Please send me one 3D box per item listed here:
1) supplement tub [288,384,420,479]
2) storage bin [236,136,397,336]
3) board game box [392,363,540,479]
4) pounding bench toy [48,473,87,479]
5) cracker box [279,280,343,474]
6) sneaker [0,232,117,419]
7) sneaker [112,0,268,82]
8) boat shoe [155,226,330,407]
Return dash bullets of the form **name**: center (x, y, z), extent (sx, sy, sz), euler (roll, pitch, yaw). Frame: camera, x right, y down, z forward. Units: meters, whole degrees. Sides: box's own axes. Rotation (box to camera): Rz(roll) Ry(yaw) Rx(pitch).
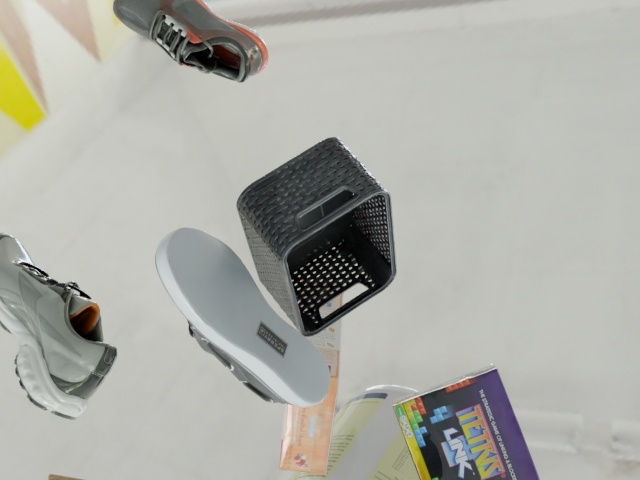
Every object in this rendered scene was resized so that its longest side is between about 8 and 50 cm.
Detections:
- **supplement tub**: center (0.066, 0.387, 1.453), extent (0.235, 0.235, 0.325), euler (-1, -151, 33)
- **storage bin**: center (0.000, 0.000, 1.000), extent (0.122, 0.180, 0.084), euler (-32, -121, -13)
- **board game box**: center (0.185, 0.260, 1.275), extent (0.141, 0.170, 0.048), euler (-21, 179, 4)
- **pounding bench toy**: center (-0.342, 0.334, 1.289), extent (0.083, 0.052, 0.065), euler (9, -141, 3)
- **cracker box**: center (-0.010, 0.178, 1.362), extent (0.067, 0.155, 0.232), euler (6, -152, -1)
- **sneaker**: center (-0.310, 0.079, 1.163), extent (0.108, 0.100, 0.271), euler (-46, -125, 7)
- **sneaker**: center (-0.127, -0.195, 0.954), extent (0.158, 0.061, 0.065), euler (22, -146, 1)
- **boat shoe**: center (-0.083, 0.079, 0.939), extent (0.076, 0.228, 0.080), euler (-16, -138, 40)
